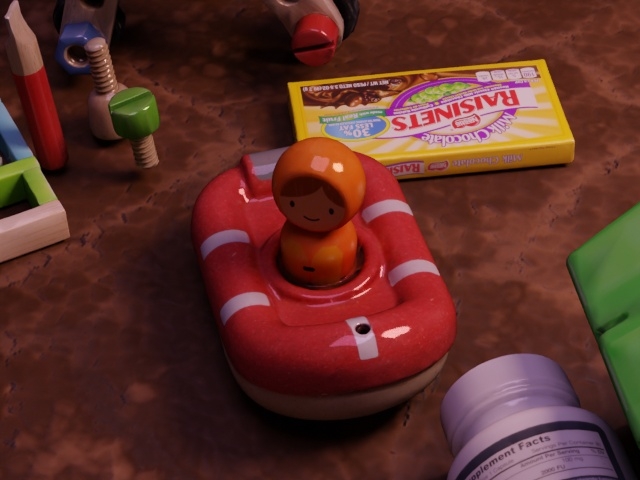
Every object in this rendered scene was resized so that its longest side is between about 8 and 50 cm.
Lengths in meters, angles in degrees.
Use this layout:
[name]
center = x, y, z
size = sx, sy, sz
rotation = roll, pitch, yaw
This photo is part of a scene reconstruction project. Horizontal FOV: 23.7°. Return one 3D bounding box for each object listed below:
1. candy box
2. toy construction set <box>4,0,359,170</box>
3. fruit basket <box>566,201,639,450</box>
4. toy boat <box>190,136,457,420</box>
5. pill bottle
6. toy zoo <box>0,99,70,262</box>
[candy box]
center = 0.082, -0.091, 1.163
size = 0.205, 0.027, 0.105
rotation = -6, 46, -4
[toy construction set]
center = -0.126, -0.227, 1.147
size = 0.257, 0.237, 0.309
rotation = 18, 49, 27
[fruit basket]
center = 0.357, 0.095, 0.791
size = 0.392, 0.283, 0.392
rotation = -17, 41, 16
[toy boat]
center = 0.000, 0.000, 0.982
size = 0.151, 0.151, 0.231
rotation = -12, 45, -10
[pill bottle]
center = 0.130, 0.156, 0.849
size = 0.108, 0.108, 0.180
rotation = -10, 44, -8
[toy zoo]
center = -0.329, -0.068, 1.148
size = 0.192, 0.030, 0.293
rotation = -21, 47, -19
